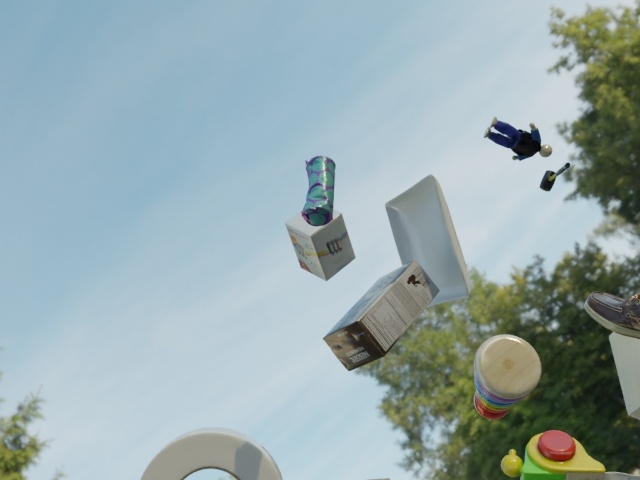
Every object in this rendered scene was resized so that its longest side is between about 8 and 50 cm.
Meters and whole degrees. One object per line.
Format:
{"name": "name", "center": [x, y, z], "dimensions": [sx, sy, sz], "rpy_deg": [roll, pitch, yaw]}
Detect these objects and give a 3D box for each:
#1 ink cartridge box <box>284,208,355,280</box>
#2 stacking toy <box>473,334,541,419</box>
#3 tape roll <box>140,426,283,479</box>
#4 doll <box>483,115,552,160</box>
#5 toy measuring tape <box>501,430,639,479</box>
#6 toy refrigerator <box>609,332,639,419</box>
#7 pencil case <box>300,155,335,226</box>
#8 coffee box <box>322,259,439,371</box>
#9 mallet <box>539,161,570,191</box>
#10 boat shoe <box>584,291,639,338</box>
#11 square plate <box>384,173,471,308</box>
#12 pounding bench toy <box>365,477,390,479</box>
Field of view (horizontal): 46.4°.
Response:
{"name": "ink cartridge box", "center": [0.000, 0.000, 2.183], "dimensions": [0.127, 0.128, 0.176], "rpy_deg": [-37, -52, -24]}
{"name": "stacking toy", "center": [0.407, 0.338, 1.715], "dimensions": [0.141, 0.141, 0.330], "rpy_deg": [-36, -25, -15]}
{"name": "tape roll", "center": [-0.279, 0.681, 1.931], "dimensions": [0.392, 0.392, 0.072], "rpy_deg": [-43, -1, -4]}
{"name": "doll", "center": [0.554, -0.278, 2.067], "dimensions": [0.046, 0.189, 0.129], "rpy_deg": [-66, 1, -48]}
{"name": "toy measuring tape", "center": [0.510, 0.421, 1.418], "dimensions": [0.330, 0.121, 0.121], "rpy_deg": [-1, -32, 7]}
{"name": "toy refrigerator", "center": [0.859, 0.343, 1.982], "dimensions": [0.094, 0.269, 0.102], "rpy_deg": [24, -51, -13]}
{"name": "pencil case", "center": [-0.004, -0.109, 1.620], "dimensions": [0.070, 0.151, 0.064], "rpy_deg": [2, -33, 4]}
{"name": "coffee box", "center": [0.164, 0.198, 1.997], "dimensions": [0.297, 0.118, 0.168], "rpy_deg": [-42, 5, -40]}
{"name": "mallet", "center": [0.705, -0.204, 2.220], "dimensions": [0.189, 0.039, 0.062], "rpy_deg": [107, -172, -72]}
{"name": "boat shoe", "center": [0.792, 0.175, 1.789], "dimensions": [0.123, 0.342, 0.123], "rpy_deg": [-7, -69, -29]}
{"name": "square plate", "center": [0.307, 0.014, 2.122], "dimensions": [0.049, 0.343, 0.347], "rpy_deg": [-15, -6, -18]}
{"name": "pounding bench toy", "center": [0.111, 0.469, 1.351], "dimensions": [0.083, 0.052, 0.065], "rpy_deg": [-15, 5, 29]}
